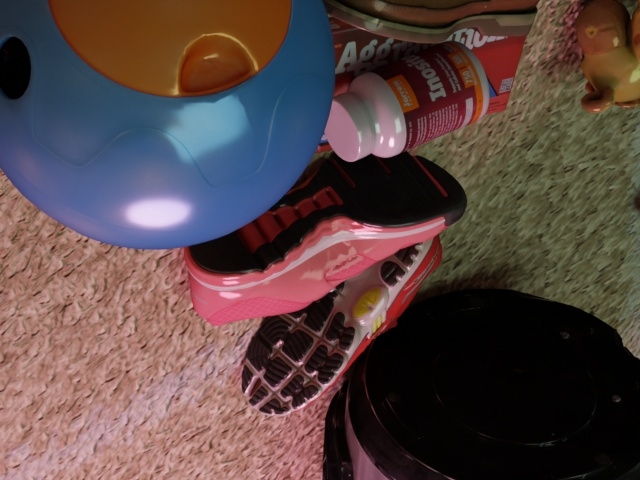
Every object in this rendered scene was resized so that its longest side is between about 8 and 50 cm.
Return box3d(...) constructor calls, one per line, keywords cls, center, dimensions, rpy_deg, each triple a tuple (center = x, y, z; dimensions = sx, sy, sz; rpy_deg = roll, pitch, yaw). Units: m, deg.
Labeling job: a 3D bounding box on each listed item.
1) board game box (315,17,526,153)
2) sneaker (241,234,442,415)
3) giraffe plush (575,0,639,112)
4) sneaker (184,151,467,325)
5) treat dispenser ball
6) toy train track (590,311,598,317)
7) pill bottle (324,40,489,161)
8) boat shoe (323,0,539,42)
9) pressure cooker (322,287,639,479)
box3d(cls="board game box", center=(0.091, -0.172, 1.853), dimensions=(0.281, 0.027, 0.145), rpy_deg=(-15, 133, -33))
box3d(cls="sneaker", center=(0.034, 0.089, 1.990), dimensions=(0.279, 0.107, 0.118), rpy_deg=(-46, 152, 7))
box3d(cls="giraffe plush", center=(0.348, -0.218, 1.961), dimensions=(0.170, 0.210, 0.181), rpy_deg=(-24, 170, 30))
box3d(cls="sneaker", center=(-0.001, 0.000, 1.886), dimensions=(0.314, 0.116, 0.136), rpy_deg=(-17, 146, -22))
box3d(cls="treat dispenser ball", center=(-0.132, -0.137, 1.461), dimensions=(0.288, 0.288, 0.288), rpy_deg=(-25, 139, -24))
box3d(cls="toy train track", center=(0.328, 0.127, 2.371), dimensions=(0.048, 0.014, 0.083), rpy_deg=(26, 100, -44))
box3d(cls="pill bottle", center=(0.081, -0.131, 1.787), dimensions=(0.152, 0.086, 0.086), rpy_deg=(-24, 139, -25))
box3d(cls="boat shoe", center=(0.106, -0.247, 1.669), dimensions=(0.307, 0.110, 0.104), rpy_deg=(-16, 132, -55))
box3d(cls="pressure cooker", center=(0.192, 0.317, 2.125), dimensions=(0.370, 0.375, 0.420), rpy_deg=(-23, 138, -30))
